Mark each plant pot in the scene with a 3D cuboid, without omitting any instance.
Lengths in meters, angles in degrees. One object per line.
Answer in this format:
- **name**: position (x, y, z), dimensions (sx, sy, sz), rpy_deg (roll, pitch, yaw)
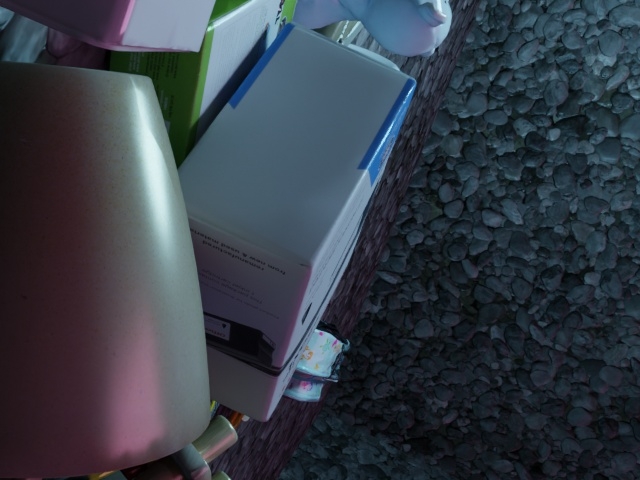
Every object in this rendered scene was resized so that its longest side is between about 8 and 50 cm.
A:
- **plant pot**: position (-0.206, 0.003, 0.658), dimensions (0.256, 0.257, 0.273), rpy_deg (-24, 120, -73)

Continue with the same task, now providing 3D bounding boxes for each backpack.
- **backpack**: position (-0.069, 0.226, 1.741), dimensions (0.253, 0.225, 0.191), rpy_deg (60, 51, -72)

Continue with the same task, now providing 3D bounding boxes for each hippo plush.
- **hippo plush**: position (0.062, -0.340, 1.064), dimensions (0.294, 0.237, 0.234), rpy_deg (-64, 169, -3)

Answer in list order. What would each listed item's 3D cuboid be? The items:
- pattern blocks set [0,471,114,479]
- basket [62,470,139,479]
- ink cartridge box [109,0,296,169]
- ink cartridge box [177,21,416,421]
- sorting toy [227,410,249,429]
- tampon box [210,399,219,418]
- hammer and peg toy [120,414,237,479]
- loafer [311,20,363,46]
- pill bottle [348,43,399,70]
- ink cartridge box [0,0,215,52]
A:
- **pattern blocks set**: position (-0.279, 0.184, 0.644), dimensions (0.325, 0.286, 0.026), rpy_deg (-155, -128, -73)
- **basket**: position (-0.324, 0.396, 1.131), dimensions (0.204, 0.154, 0.227), rpy_deg (-65, 165, -3)
- **ink cartridge box**: position (-0.121, -0.194, 0.911), dimensions (0.255, 0.097, 0.188), rpy_deg (-55, 165, -54)
- **ink cartridge box**: position (-0.053, -0.002, 0.987), dimensions (0.285, 0.166, 0.394), rpy_deg (-61, 173, -33)
- **sorting toy**: position (-0.150, 0.311, 2.011), dimensions (0.347, 0.047, 0.195), rpy_deg (-52, 159, -50)
- **tampon box**: position (-0.242, 0.274, 1.346), dimensions (0.120, 0.102, 0.161), rpy_deg (-63, 168, -15)
- **hammer and peg toy**: position (-0.226, 0.257, 1.055), dimensions (0.127, 0.266, 0.361), rpy_deg (-34, 156, -26)
- **loafer**: position (-0.006, -0.306, 1.254), dimensions (0.087, 0.095, 0.251), rpy_deg (76, 35, -55)
- **pill bottle**: position (0.021, -0.192, 1.418), dimensions (0.153, 0.153, 0.264), rpy_deg (-40, 152, -65)
- **ink cartridge box**: position (-0.128, -0.263, 0.452), dimensions (0.272, 0.199, 0.115), rpy_deg (-67, 170, 15)
